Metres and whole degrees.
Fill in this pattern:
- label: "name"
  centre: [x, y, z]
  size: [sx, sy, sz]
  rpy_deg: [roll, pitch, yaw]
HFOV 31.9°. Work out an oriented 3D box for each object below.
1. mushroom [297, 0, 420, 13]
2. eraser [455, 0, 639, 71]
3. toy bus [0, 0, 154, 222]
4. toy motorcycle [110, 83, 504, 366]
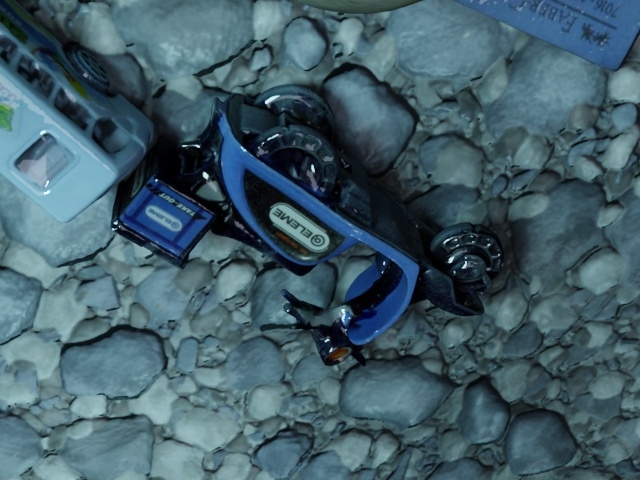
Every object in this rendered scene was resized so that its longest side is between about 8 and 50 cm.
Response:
- label: "mushroom"
  centre: [0.041, -0.325, 0.815]
  size: [0.290, 0.297, 0.297]
  rpy_deg: [-35, 121, -17]
- label: "eraser"
  centre: [0.208, -0.226, 1.020]
  size: [0.225, 0.036, 0.082]
  rpy_deg: [20, 111, -18]
- label: "toy bus"
  centre: [-0.284, -0.151, 0.920]
  size: [0.109, 0.136, 0.330]
  rpy_deg: [-40, 116, 15]
- label: "toy motorcycle"
  centre: [0.000, 0.000, 1.065]
  size: [0.358, 0.125, 0.212]
  rpy_deg: [33, 117, -21]
